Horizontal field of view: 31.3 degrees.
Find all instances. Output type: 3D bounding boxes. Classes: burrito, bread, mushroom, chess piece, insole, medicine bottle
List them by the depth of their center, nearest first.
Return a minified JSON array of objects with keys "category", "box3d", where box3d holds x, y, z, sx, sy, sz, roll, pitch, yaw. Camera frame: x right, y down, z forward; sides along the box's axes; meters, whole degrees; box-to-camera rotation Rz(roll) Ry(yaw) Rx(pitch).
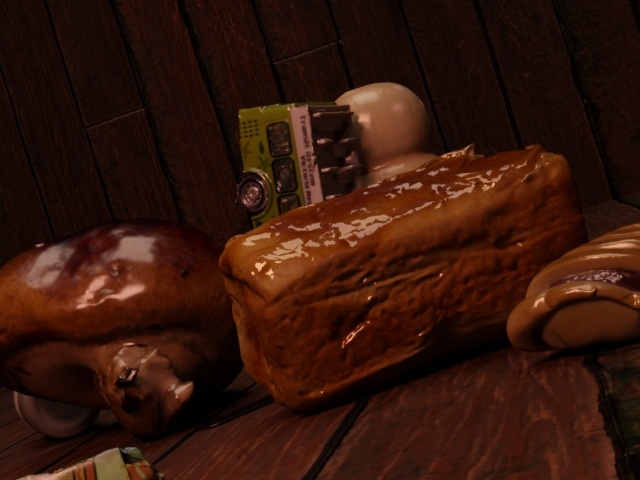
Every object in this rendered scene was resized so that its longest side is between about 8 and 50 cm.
[{"category":"burrito","box3d":[-0.258,0.209,0.868,0.288,0.054,0.104,-18,0,-6]},{"category":"bread","box3d":[0.256,0.032,0.950,0.134,0.081,0.225,-16,1,42]},{"category":"bread","box3d":[0.083,0.032,1.078,0.344,0.195,0.149,-17,20,-8]},{"category":"insole","box3d":[-0.066,0.173,1.206,0.153,0.002,0.053,-17,0,-43]},{"category":"chess piece","box3d":[0.096,-0.033,1.295,0.167,0.299,0.167,-17,2,1]},{"category":"mushroom","box3d":[-0.237,0.125,1.306,0.345,0.259,0.345,-2,-30,-1]},{"category":"medicine bottle","box3d":[-0.353,0.209,1.529,0.105,0.105,0.168,-18,0,-21]}]

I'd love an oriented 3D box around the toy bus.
[{"category":"toy bus","box3d":[0.000,0.000,1.216,0.139,0.301,0.113,-8,3,32]}]
